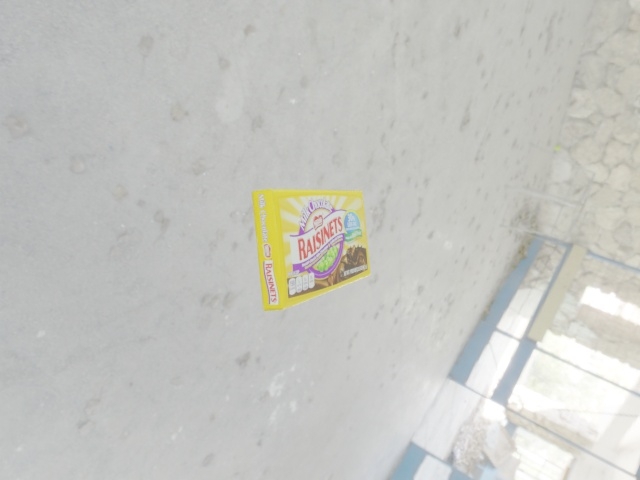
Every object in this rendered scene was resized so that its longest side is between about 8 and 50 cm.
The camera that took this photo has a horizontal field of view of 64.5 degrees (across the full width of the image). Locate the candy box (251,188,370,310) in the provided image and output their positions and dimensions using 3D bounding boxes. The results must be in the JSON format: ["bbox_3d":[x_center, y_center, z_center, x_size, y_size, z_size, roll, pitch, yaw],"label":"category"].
[{"bbox_3d":[0.000,0.000,0.519,0.206,0.027,0.105,-11,94,-63],"label":"candy box"}]
